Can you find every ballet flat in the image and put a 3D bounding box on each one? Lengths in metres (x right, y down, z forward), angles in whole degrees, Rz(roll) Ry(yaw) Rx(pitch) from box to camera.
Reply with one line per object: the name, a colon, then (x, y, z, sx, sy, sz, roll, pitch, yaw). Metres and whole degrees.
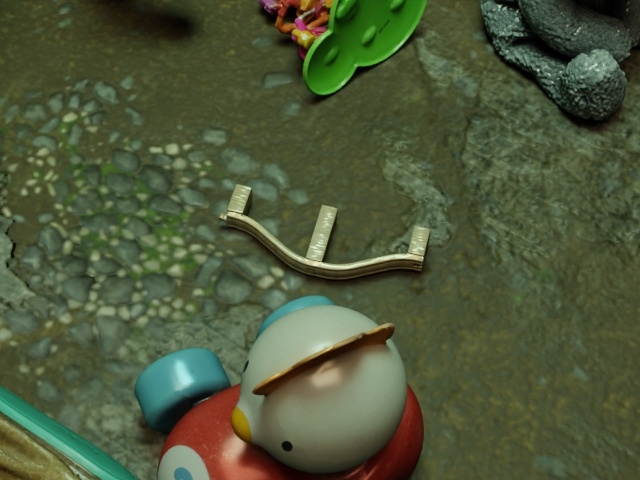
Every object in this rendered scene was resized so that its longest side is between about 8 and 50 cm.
ballet flat: (-0.294, 0.136, 0.792, 0.342, 0.116, 0.124, 37, 84, 15)

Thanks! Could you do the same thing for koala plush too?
koala plush: (0.257, -0.272, 0.975, 0.203, 0.221, 0.196, 38, 65, 20)

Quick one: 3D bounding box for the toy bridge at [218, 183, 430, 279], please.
toy bridge: (0.000, 0.000, 0.916, 0.188, 0.026, 0.063, 13, 60, 6)

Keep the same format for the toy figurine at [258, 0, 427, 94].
toy figurine: (-0.004, -0.250, 1.039, 0.159, 0.130, 0.173, 39, 89, 34)

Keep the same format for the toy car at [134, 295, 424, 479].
toy car: (-0.020, 0.124, 0.717, 0.210, 0.238, 0.219, -22, 61, -14)
